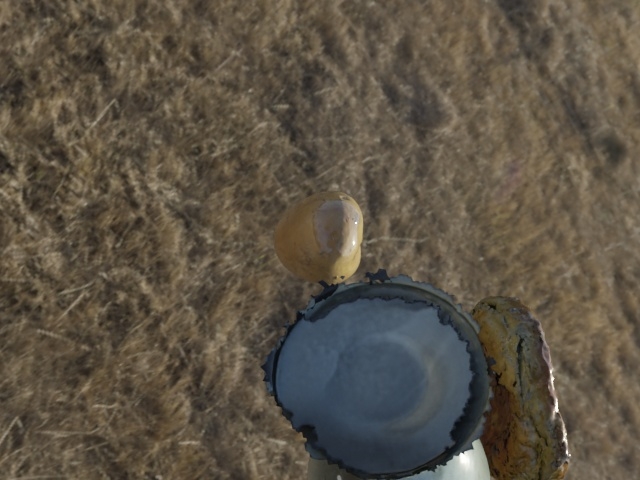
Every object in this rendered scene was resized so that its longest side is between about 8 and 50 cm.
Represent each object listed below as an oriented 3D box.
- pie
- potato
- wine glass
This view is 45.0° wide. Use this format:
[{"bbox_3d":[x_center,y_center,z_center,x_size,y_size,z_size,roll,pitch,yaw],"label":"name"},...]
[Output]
[{"bbox_3d":[0.280,0.223,1.173,0.085,0.308,0.308,-4,68,-7],"label":"pie"},{"bbox_3d":[0.000,0.000,0.920,0.112,0.147,0.112,2,82,-17],"label":"potato"},{"bbox_3d":[0.066,0.197,0.714,0.357,0.190,0.191,73,22,-51],"label":"wine glass"}]
